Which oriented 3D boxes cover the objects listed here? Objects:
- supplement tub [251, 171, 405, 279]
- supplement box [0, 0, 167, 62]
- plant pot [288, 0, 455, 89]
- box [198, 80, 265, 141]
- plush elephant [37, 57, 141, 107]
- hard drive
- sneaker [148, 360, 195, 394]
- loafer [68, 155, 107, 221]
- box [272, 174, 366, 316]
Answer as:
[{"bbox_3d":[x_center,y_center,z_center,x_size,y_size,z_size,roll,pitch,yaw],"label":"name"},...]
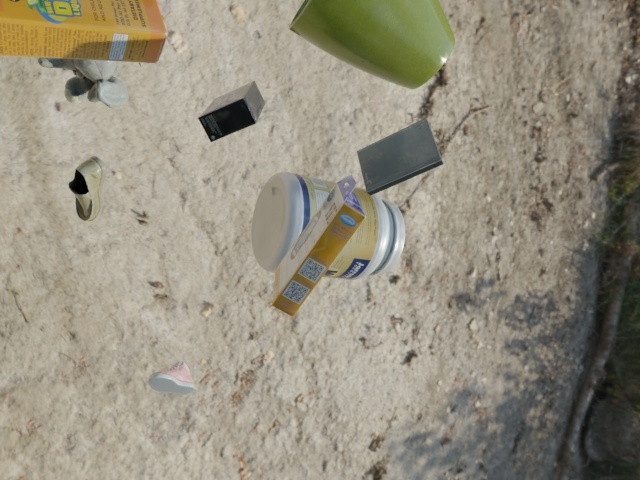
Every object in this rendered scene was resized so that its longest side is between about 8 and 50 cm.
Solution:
[{"bbox_3d":[0.019,-0.025,1.034,0.316,0.228,0.229,8,92,-29],"label":"supplement tub"},{"bbox_3d":[-0.354,-0.317,0.633,0.233,0.080,0.078,-15,82,-35],"label":"supplement box"},{"bbox_3d":[0.130,-0.463,0.906,0.293,0.274,0.275,33,75,-20],"label":"plant pot"},{"bbox_3d":[-0.318,-0.479,1.600,0.261,0.184,0.103,-89,159,-58],"label":"box"},{"bbox_3d":[-0.666,-0.523,1.243,0.329,0.255,0.272,-5,117,-1],"label":"plush elephant"},{"bbox_3d":[0.134,-0.143,0.753,0.022,0.135,0.094,37,37,-52],"label":"hard drive"},{"bbox_3d":[-0.356,0.319,1.032,0.051,0.070,0.134,-35,141,10],"label":"sneaker"},{"bbox_3d":[-0.804,-0.169,1.483,0.092,0.102,0.269,-34,158,-52],"label":"loafer"},{"bbox_3d":[0.000,0.000,0.428,0.028,0.081,0.136,33,106,-14],"label":"box"}]
